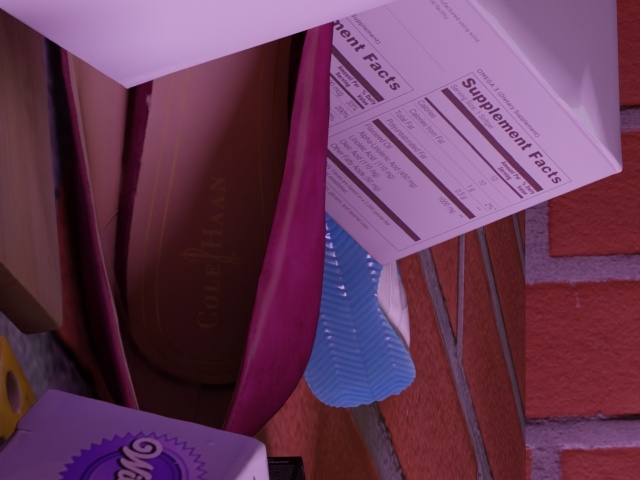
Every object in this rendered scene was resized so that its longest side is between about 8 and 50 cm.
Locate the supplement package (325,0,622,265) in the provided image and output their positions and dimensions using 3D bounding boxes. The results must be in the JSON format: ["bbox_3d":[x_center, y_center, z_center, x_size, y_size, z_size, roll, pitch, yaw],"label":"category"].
[{"bbox_3d":[0.041,-0.162,0.920,0.204,0.145,0.262,43,39,-35],"label":"supplement package"}]

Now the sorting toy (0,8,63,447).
[{"bbox_3d":[-0.115,-0.046,0.492,0.132,0.046,0.274,63,17,-64],"label":"sorting toy"}]

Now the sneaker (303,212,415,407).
[{"bbox_3d":[0.000,0.000,1.051,0.229,0.087,0.092,78,0,-49],"label":"sneaker"}]

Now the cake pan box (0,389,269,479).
[{"bbox_3d":[-0.079,0.203,0.409,0.267,0.070,0.246,-53,148,-49],"label":"cake pan box"}]

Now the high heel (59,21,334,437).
[{"bbox_3d":[-0.045,-0.096,0.679,0.181,0.127,0.377,-87,171,-59],"label":"high heel"}]

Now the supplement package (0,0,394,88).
[{"bbox_3d":[-0.020,-0.206,0.489,0.198,0.199,0.263,29,45,-82],"label":"supplement package"}]

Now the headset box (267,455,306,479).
[{"bbox_3d":[-0.026,0.165,0.972,0.083,0.032,0.062,-75,160,-61],"label":"headset box"}]
